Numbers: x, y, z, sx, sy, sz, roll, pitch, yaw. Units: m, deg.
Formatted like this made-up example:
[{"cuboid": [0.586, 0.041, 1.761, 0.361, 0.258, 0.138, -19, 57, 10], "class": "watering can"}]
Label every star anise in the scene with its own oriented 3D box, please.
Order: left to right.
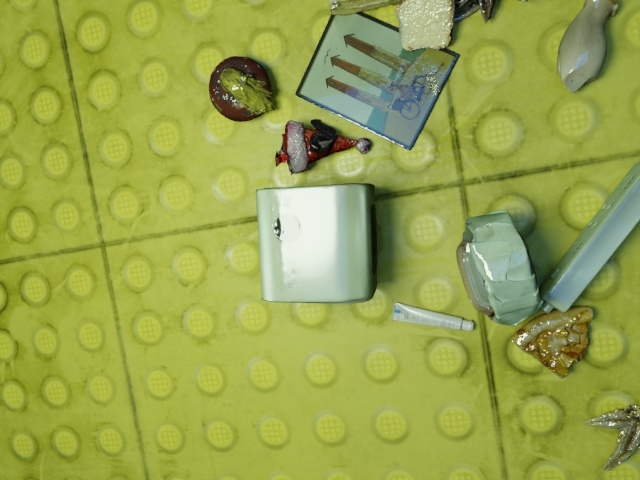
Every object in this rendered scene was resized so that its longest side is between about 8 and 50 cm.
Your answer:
[{"cuboid": [0.352, -0.577, 0.985, 0.230, 0.081, 0.262, 41, 132, 6], "class": "star anise"}]

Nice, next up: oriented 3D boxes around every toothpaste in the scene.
[{"cuboid": [0.273, 0.191, 1.106, 0.190, 0.031, 0.048, 9, 100, 15], "class": "toothpaste"}]

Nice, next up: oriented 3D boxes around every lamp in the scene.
[{"cuboid": [-0.200, -0.372, 1.104, 0.157, 0.135, 0.157, -15, 91, 15], "class": "lamp"}]

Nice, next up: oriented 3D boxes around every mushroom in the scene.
[{"cuboid": [0.562, -0.420, 0.957, 0.096, 0.088, 0.213, 17, 92, 1], "class": "mushroom"}]

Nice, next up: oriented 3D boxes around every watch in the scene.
[{"cuboid": [0.385, 0.059, 0.960, 0.161, 0.241, 0.254, -20, 91, 12], "class": "watch"}]

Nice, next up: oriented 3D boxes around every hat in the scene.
[{"cuboid": [0.008, -0.225, 1.086, 0.227, 0.140, 0.129, -3, 105, 0], "class": "hat"}]

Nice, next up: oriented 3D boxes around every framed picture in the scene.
[{"cuboid": [0.129, -0.396, 1.093, 0.323, 0.013, 0.244, 28, 99, 8], "class": "framed picture"}]

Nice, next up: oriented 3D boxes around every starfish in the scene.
[{"cuboid": [0.737, 0.426, 1.015, 0.247, 0.050, 0.138, -24, 91, 16], "class": "starfish"}]

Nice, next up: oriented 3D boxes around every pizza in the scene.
[{"cuboid": [0.538, 0.240, 1.036, 0.182, 0.062, 0.161, -13, 94, 12], "class": "pizza"}]

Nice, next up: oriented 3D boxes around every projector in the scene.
[{"cuboid": [0.000, 0.000, 1.035, 0.248, 0.248, 0.249, -2, 95, 12], "class": "projector"}]

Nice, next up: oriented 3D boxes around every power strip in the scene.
[{"cuboid": [0.602, 0.001, 0.985, 0.062, 0.091, 0.385, 35, 101, 9], "class": "power strip"}]

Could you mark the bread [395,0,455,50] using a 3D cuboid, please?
[{"cuboid": [0.236, -0.494, 1.021, 0.129, 0.044, 0.126, 0, 127, 16], "class": "bread"}]

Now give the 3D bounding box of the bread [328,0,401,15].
[{"cuboid": [0.121, -0.647, 1.019, 0.239, 0.111, 0.246, -5, 92, 12], "class": "bread"}]
